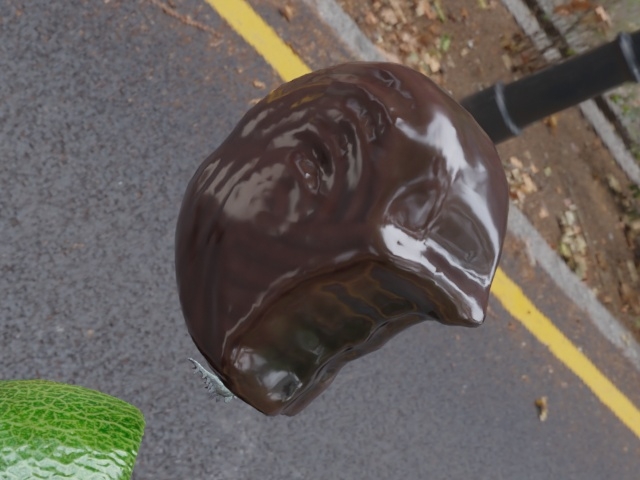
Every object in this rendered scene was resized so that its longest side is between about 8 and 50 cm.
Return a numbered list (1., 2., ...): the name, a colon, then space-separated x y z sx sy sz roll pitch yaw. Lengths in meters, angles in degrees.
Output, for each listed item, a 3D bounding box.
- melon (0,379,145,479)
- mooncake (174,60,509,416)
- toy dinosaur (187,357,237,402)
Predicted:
1. melon: -0.425 0.321 1.060 0.344 0.226 0.331 16 51 -8
2. mooncake: 0.000 0.000 0.789 0.174 0.326 0.333 34 67 -43
3. toy dinosaur: -0.180 0.267 1.583 0.209 0.082 0.039 39 12 -46
